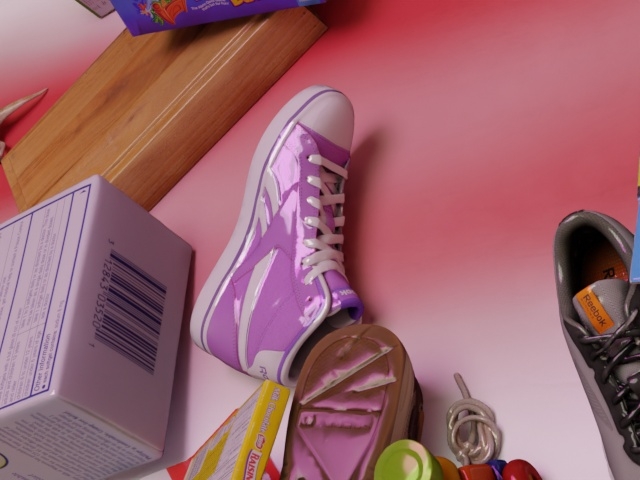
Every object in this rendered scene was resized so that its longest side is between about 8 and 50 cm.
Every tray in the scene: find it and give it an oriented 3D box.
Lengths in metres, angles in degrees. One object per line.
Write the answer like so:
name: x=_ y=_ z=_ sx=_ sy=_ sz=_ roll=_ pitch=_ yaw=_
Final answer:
tray: x=-0.195 y=-0.166 z=1.400 sx=0.411 sy=0.076 sz=0.203 roll=-44 pitch=45 yaw=11

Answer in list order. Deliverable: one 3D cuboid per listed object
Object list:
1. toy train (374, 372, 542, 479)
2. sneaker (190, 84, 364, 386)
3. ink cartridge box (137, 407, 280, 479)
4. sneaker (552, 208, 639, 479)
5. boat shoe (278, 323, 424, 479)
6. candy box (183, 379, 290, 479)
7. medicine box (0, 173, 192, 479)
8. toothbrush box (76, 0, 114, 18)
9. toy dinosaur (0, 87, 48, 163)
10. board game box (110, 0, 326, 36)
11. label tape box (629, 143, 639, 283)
toy train: x=0.090 y=0.181 z=0.890 sx=0.105 sy=0.143 sz=0.248 roll=-32 pitch=48 yaw=22
sneaker: x=0.001 y=0.001 z=1.120 sx=0.161 sy=0.102 sz=0.282 roll=21 pitch=90 yaw=42
ink cartridge box: x=-0.128 y=0.278 z=1.089 sx=0.224 sy=0.056 sz=0.181 roll=-49 pitch=44 yaw=9
sneaker: x=0.222 y=0.095 z=0.856 sx=0.100 sy=0.108 sz=0.271 roll=-30 pitch=50 yaw=22
boat shoe: x=0.012 y=0.240 z=0.940 sx=0.123 sy=0.123 sz=0.342 roll=0 pitch=59 yaw=28
candy box: x=-0.085 y=0.199 z=1.000 sx=0.206 sy=0.027 sz=0.105 roll=-50 pitch=19 yaw=54
medicine box: x=-0.297 y=0.117 z=1.243 sx=0.289 sy=0.149 sz=0.263 roll=-24 pitch=45 yaw=30
toothbrush box: x=-0.316 y=-0.474 z=1.594 sx=0.122 sy=0.206 sz=0.283 roll=-22 pitch=53 yaw=31
toy dinosaur: x=-0.451 y=-0.149 z=1.626 sx=0.183 sy=0.053 sz=0.092 roll=-27 pitch=49 yaw=27
board game box: x=-0.085 y=-0.390 z=1.352 sx=0.233 sy=0.078 sz=0.347 roll=-6 pitch=50 yaw=21
label tape box: x=0.362 y=-0.113 z=0.860 sx=0.241 sy=0.106 sz=0.333 roll=-8 pitch=61 yaw=38
